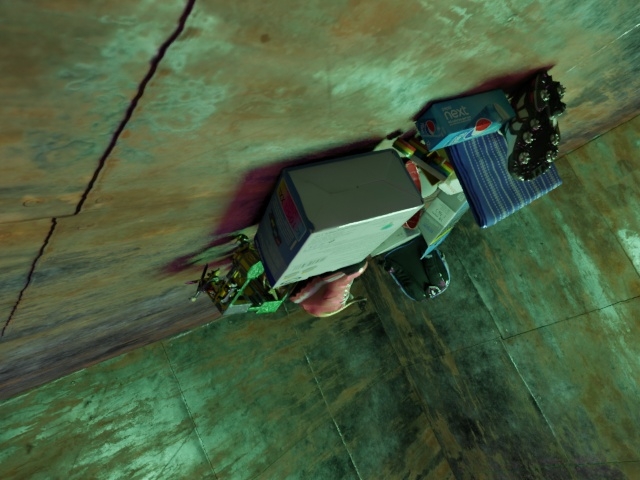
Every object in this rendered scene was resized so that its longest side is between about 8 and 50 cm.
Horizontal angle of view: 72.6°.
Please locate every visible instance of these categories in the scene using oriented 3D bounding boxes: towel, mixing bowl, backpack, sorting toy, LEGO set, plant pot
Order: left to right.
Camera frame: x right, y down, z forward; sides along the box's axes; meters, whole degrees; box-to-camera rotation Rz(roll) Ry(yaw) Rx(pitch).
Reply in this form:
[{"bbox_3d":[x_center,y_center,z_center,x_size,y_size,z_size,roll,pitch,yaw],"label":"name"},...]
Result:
[{"bbox_3d":[-0.204,0.074,1.246,0.331,0.192,0.255,-4,134,-54],"label":"LEGO set"},{"bbox_3d":[0.200,-0.120,1.171,0.098,0.181,0.181,0,-176,28],"label":"mixing bowl"},{"bbox_3d":[0.441,0.128,1.934,0.276,0.263,0.213,-31,170,23],"label":"backpack"},{"bbox_3d":[0.254,-0.185,1.011,0.046,0.132,0.274,-55,166,15],"label":"sorting toy"},{"bbox_3d":[0.337,-0.214,1.212,0.083,0.081,0.081,-32,176,-35],"label":"plant pot"},{"bbox_3d":[0.436,-0.192,1.024,0.336,0.243,0.040,-25,-177,-29],"label":"towel"}]

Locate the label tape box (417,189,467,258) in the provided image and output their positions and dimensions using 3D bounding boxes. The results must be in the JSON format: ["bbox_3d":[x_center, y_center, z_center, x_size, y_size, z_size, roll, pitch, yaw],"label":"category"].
[{"bbox_3d":[0.487,-0.110,1.694,0.240,0.106,0.334,-28,155,-48],"label":"label tape box"}]

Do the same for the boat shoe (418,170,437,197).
[{"bbox_3d":[0.237,-0.156,1.287,0.219,0.078,0.070,-12,-173,-15],"label":"boat shoe"}]

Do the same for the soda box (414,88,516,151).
[{"bbox_3d":[0.303,-0.251,0.903,0.210,0.071,0.067,-20,170,-27],"label":"soda box"}]

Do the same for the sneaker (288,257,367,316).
[{"bbox_3d":[0.046,0.133,1.280,0.314,0.136,0.116,-34,-164,43],"label":"sneaker"}]

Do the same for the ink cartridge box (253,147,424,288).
[{"bbox_3d":[0.009,-0.025,1.006,0.270,0.151,0.395,-15,161,-25],"label":"ink cartridge box"}]

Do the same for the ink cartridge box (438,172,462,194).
[{"bbox_3d":[0.457,-0.219,1.294,0.212,0.093,0.154,-19,166,26],"label":"ink cartridge box"}]

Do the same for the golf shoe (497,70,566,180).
[{"bbox_3d":[0.447,-0.233,0.951,0.120,0.105,0.273,-21,-140,62],"label":"golf shoe"}]

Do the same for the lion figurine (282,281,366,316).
[{"bbox_3d":[-0.064,0.149,1.459,0.240,0.392,0.142,-38,149,-38],"label":"lion figurine"}]

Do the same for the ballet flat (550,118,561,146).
[{"bbox_3d":[0.622,-0.303,1.245,0.116,0.124,0.342,11,-138,27],"label":"ballet flat"}]

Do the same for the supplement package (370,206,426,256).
[{"bbox_3d":[0.335,-0.055,1.909,0.262,0.145,0.204,-15,166,-48],"label":"supplement package"}]
